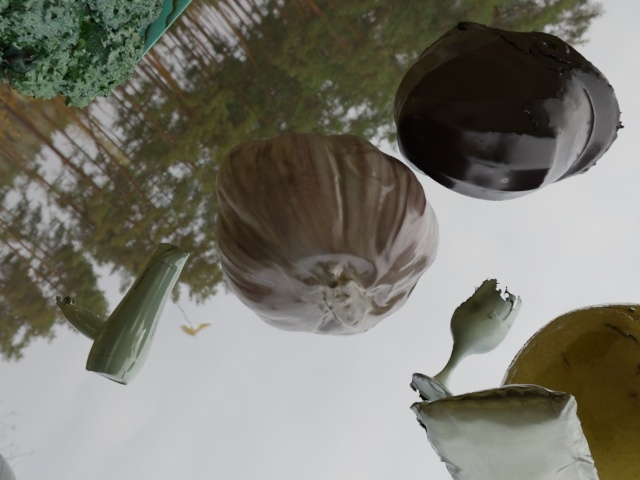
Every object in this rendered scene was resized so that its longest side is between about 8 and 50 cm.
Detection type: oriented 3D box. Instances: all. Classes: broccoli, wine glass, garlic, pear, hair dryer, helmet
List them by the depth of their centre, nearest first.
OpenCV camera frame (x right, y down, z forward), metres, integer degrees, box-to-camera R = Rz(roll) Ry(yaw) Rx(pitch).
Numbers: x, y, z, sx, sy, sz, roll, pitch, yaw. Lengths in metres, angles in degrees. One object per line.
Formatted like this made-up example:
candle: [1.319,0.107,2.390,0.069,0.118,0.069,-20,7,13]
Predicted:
broccoli: [-0.258,-0.222,0.503,0.270,0.270,0.270,-17,-146,48]
garlic: [0.000,0.000,0.866,0.317,0.317,0.259,-38,-141,10]
helmet: [0.231,-0.156,0.873,0.305,0.225,0.177,24,-134,26]
pear: [0.429,0.257,0.930,0.348,0.348,0.348,-34,-155,18]
hair dryer: [-0.316,0.090,0.951,0.237,0.075,0.207,7,-115,37]
wine glass: [0.341,0.237,1.482,0.321,0.143,0.143,-50,-155,-24]

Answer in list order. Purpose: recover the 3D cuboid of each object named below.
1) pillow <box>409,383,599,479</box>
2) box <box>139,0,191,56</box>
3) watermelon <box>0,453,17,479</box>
pillow: [0.174,0.198,0.555,0.128,0.229,0.051,-12,-141,28]
box: [-0.332,-0.404,0.998,0.161,0.226,0.042,-45,-155,7]
watermelon: [-0.548,0.397,0.852,0.278,0.279,0.359,-35,-150,16]
